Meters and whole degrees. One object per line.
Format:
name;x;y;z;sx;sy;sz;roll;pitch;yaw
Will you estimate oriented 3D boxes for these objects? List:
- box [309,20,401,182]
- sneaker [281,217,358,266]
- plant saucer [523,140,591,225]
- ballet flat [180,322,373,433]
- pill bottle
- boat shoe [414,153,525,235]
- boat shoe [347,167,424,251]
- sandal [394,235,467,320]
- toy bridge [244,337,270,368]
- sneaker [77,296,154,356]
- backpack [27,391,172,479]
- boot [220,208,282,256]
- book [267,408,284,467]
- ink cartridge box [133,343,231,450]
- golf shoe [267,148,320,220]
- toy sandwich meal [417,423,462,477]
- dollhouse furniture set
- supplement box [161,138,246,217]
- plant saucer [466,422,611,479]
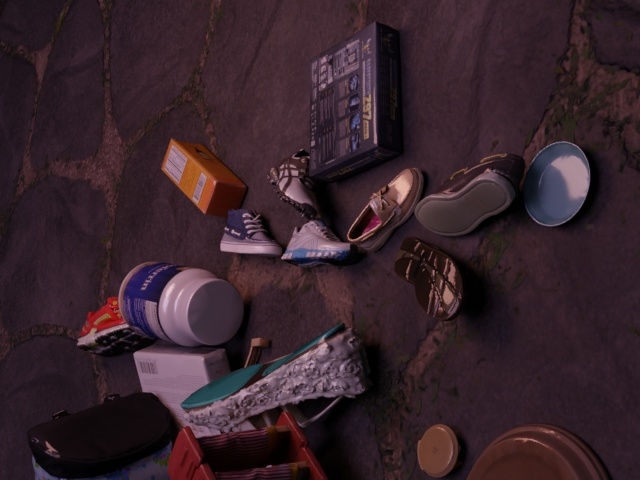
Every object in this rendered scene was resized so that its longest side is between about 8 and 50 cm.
box;0.057;-0.234;1.932;0.183;0.059;0.233;-23;62;49
sneaker;0.000;0.000;1.937;0.190;0.071;0.083;-1;74;53
plant saucer;0.332;-0.077;1.553;0.119;0.021;0.119;-19;66;49
ballet flat;-0.077;0.266;1.888;0.409;0.147;0.147;-28;59;38
pill bottle;-0.271;0.126;2.190;0.264;0.153;0.153;6;85;53
boat shoe;0.222;-0.067;1.657;0.069;0.081;0.227;-53;14;-27
boat shoe;0.103;-0.050;1.817;0.170;0.059;0.063;-56;42;27
sandal;0.175;0.057;1.701;0.090;0.060;0.219;-65;23;7
toy bridge;-0.124;0.275;2.057;0.063;0.026;0.188;-12;71;54
sneaker;-0.449;0.178;2.459;0.279;0.107;0.118;-15;60;48
backpack;-0.409;0.514;2.162;0.273;0.290;0.356;41;127;36
boot;-0.130;-0.017;2.110;0.190;0.069;0.086;5;87;55
book;-0.080;0.328;1.979;0.096;0.035;0.144;-9;74;49
ink cartridge box;-0.251;0.328;2.188;0.275;0.060;0.239;-4;102;53
golf shoe;-0.034;-0.106;1.985;0.094;0.077;0.198;-45;31;7
toy sandwich meal;0.176;0.310;1.647;0.085;0.029;0.086;-20;62;44
dollhouse furniture set;-0.152;0.460;1.834;0.152;0.201;0.374;57;140;38
supplement box;-0.240;-0.128;2.284;0.233;0.078;0.080;45;119;49
plant saucer;0.276;0.381;1.484;0.278;0.041;0.278;-18;67;50
